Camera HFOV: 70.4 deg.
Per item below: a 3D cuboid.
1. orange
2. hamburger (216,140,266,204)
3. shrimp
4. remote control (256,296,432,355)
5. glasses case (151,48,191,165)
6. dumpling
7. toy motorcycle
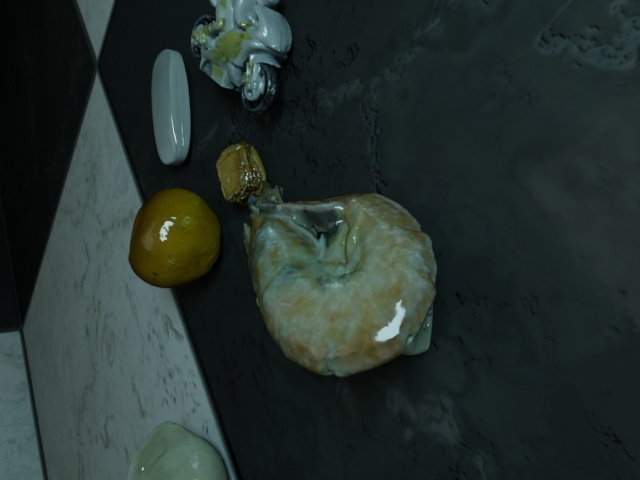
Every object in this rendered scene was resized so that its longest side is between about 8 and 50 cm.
[{"bbox_3d":[-0.219,0.001,0.694,0.156,0.134,0.156,-156,90,-82],"label":"orange"},{"bbox_3d":[-0.107,-0.091,0.622,0.076,0.044,0.083,-33,66,45],"label":"hamburger"},{"bbox_3d":[0.000,0.000,0.459,0.168,0.077,0.317,-33,41,2],"label":"shrimp"},{"bbox_3d":[0.013,0.062,0.493,0.230,0.049,0.090,0,89,46],"label":"remote control"},{"bbox_3d":[-0.254,-0.224,0.769,0.074,0.049,0.193,-8,85,47],"label":"glasses case"},{"bbox_3d":[-0.217,0.376,0.682,0.181,0.155,0.111,19,130,36],"label":"dumpling"},{"bbox_3d":[-0.102,-0.267,0.589,0.228,0.074,0.151,51,123,35],"label":"toy motorcycle"}]
